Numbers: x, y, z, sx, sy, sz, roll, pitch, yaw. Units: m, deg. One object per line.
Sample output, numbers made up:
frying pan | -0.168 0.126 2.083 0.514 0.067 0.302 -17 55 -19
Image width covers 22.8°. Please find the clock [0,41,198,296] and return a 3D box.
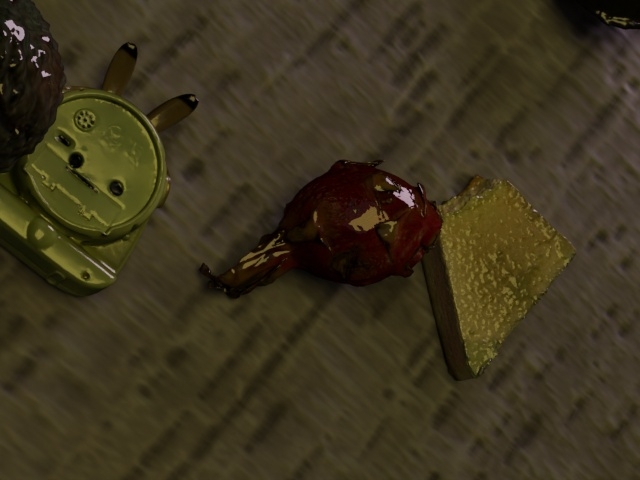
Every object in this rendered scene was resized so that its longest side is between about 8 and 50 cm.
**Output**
clock | -0.219 -0.076 1.521 0.170 0.069 0.232 39 67 -13

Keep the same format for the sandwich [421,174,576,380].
sandwich | 0.158 0.027 1.682 0.162 0.058 0.193 44 68 -9

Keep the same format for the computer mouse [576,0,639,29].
computer mouse | 0.329 -0.368 1.824 0.168 0.087 0.295 -7 70 -19

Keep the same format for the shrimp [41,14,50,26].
shrimp | -0.309 -0.250 1.530 0.082 0.076 0.174 0 71 -66

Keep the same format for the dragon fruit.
dragon fruit | 0.000 0.000 1.588 0.246 0.125 0.125 -23 59 -7

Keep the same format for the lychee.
lychee | -0.353 -0.148 1.369 0.274 0.255 0.255 -40 99 11
